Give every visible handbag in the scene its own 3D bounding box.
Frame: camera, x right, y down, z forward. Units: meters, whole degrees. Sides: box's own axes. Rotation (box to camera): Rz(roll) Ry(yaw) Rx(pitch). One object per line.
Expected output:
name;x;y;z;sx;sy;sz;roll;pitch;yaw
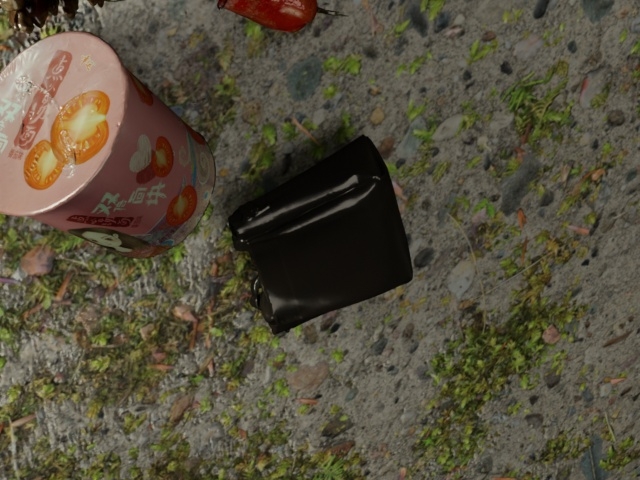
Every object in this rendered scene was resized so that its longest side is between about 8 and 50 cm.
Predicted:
handbag;0.000;0.000;2.299;0.257;0.113;0.285;-27;142;-9

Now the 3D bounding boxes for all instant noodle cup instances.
instant noodle cup;-0.272;-0.101;1.944;0.243;0.243;0.231;-48;142;5

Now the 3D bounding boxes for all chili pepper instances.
chili pepper;-0.045;-0.315;2.041;0.192;0.086;0.084;12;87;-31

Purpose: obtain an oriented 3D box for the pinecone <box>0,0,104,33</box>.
pinecone;-0.313;-0.338;1.771;0.204;0.179;0.184;-24;117;-2
